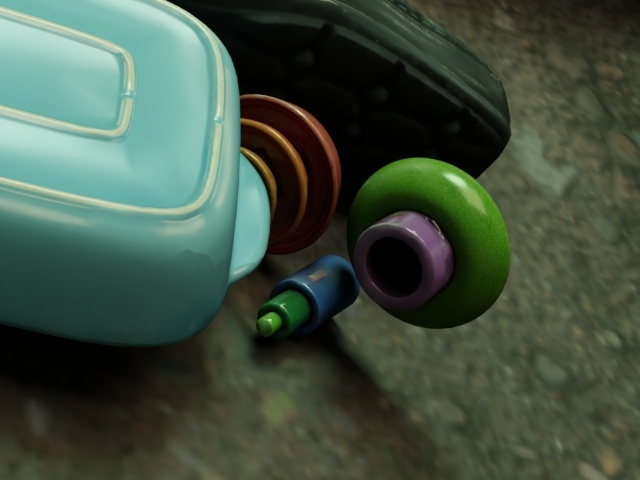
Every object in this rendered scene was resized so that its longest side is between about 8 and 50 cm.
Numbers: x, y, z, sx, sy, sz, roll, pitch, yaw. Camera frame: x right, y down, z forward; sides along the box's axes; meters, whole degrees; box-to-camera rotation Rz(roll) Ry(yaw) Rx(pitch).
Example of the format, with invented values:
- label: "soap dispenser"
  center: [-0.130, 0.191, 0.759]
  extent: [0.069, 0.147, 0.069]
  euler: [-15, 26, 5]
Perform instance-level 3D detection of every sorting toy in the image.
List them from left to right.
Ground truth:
- label: "sorting toy"
  center: [0.000, 0.000, 0.551]
  extent: [0.102, 0.061, 0.042]
  euler: [26, 30, 20]

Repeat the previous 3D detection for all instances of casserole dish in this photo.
- label: "casserole dish"
  center: [-0.096, -0.038, 0.488]
  extent: [0.188, 0.037, 0.114]
  euler: [15, 45, -15]

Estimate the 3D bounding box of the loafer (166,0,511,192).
- label: "loafer"
  center: [-0.039, -0.081, 0.589]
  extent: [0.223, 0.076, 0.078]
  euler: [23, 45, -19]
